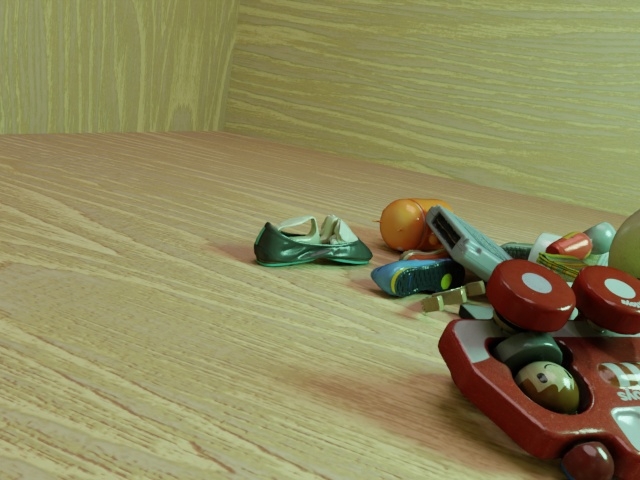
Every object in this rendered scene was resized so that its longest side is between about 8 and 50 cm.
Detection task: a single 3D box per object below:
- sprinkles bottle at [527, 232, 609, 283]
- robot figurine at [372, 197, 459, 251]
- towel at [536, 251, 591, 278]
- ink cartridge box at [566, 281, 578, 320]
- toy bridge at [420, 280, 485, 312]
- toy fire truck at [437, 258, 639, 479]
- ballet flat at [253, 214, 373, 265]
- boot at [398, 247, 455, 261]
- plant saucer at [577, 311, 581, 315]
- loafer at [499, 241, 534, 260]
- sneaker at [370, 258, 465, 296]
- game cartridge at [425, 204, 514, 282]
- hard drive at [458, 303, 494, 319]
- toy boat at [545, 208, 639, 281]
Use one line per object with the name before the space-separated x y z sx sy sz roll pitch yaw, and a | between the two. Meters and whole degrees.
sprinkles bottle | 0.600 0.087 1.302 0.355 0.121 0.121 19 16 31
robot figurine | 0.228 -0.036 1.534 0.219 0.128 0.158 -2 62 -39
towel | 0.467 0.064 1.047 0.102 0.021 0.237 3 15 -28
ink cartridge box | 0.430 0.128 1.043 0.150 0.109 0.063 4 16 -23
toy bridge | 0.225 0.100 1.146 0.063 0.026 0.188 -15 -4 37
toy fire truck | 0.304 0.164 0.756 0.302 0.169 0.254 3 34 -20
ballet flat | 0.000 0.000 1.293 0.280 0.096 0.095 -1 17 -37
boot | 0.244 0.058 1.329 0.157 0.059 0.084 -3 27 -30
plant saucer | 0.432 0.153 0.920 0.029 0.168 0.168 -41 39 -21
loafer | 0.524 0.043 1.481 0.251 0.094 0.087 12 18 12
sneaker | 0.186 0.063 1.228 0.209 0.069 0.082 -2 14 -38
game cartridge | 0.331 0.027 1.341 0.198 0.062 0.297 36 13 -14
hard drive | 0.314 0.139 1.103 0.135 0.022 0.094 7 14 -12
toy boat | 0.557 0.041 1.146 0.148 0.268 0.318 -18 24 -20
